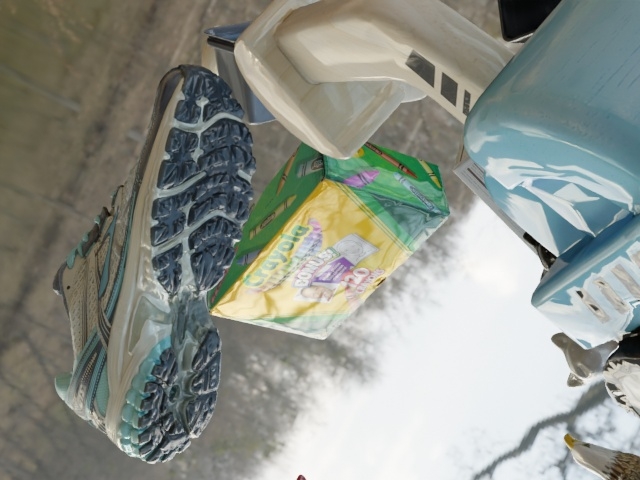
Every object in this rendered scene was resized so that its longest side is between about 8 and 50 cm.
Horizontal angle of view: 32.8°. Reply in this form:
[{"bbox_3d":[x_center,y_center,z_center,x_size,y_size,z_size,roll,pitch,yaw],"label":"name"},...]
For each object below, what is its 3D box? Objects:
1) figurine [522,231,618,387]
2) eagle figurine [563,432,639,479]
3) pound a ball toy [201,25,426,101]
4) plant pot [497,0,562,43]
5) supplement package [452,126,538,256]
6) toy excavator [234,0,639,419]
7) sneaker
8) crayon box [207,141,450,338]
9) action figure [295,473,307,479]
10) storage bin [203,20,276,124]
[{"bbox_3d":[0.358,0.066,1.270,0.209,0.215,0.092,-13,-178,27],"label":"figurine"},{"bbox_3d":[0.349,0.297,1.218,0.225,0.226,0.298,1,-154,46],"label":"eagle figurine"},{"bbox_3d":[-0.002,-0.306,1.713,0.208,0.319,0.136,43,-46,43],"label":"pound a ball toy"},{"bbox_3d":[0.352,-0.360,1.433,0.187,0.167,0.188,-14,-103,41],"label":"plant pot"},{"bbox_3d":[0.357,-0.100,1.715,0.145,0.262,0.204,-40,-168,26],"label":"supplement package"},{"bbox_3d":[0.152,-0.080,0.691,0.222,0.445,0.433,-47,176,-17],"label":"toy excavator"},{"bbox_3d":[-0.135,0.011,0.773,0.110,0.122,0.283,-5,110,-61],"label":"sneaker"},{"bbox_3d":[0.000,0.000,1.265,0.278,0.165,0.081,-48,-142,41],"label":"crayon box"},{"bbox_3d":[-0.123,0.277,1.044,0.280,0.091,0.139,-27,-141,14],"label":"action figure"},{"bbox_3d":[-0.040,-0.173,1.110,0.098,0.135,0.091,25,-54,48],"label":"storage bin"}]
